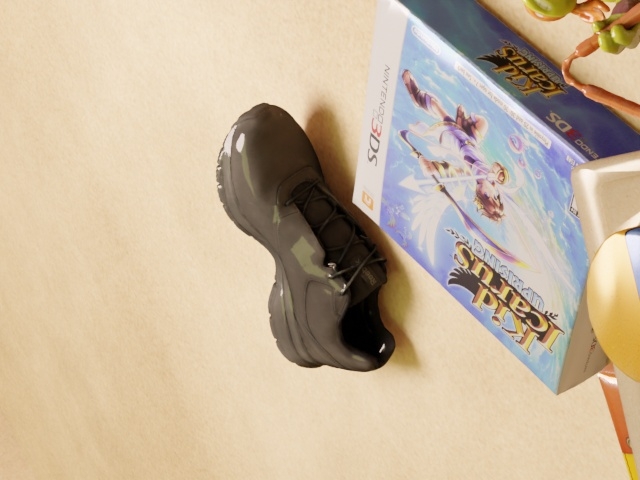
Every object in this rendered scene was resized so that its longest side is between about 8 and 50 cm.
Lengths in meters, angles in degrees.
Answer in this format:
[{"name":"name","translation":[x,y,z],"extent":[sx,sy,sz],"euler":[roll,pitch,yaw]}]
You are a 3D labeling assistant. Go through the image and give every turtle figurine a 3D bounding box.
[{"name":"turtle figurine","translation":[0.181,-0.219,1.298],"extent":[0.269,0.087,0.217],"euler":[53,144,36]}]

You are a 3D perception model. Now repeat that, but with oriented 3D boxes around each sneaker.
[{"name":"sneaker","translation":[0.000,0.000,1.791],"extent":[0.130,0.109,0.286],"euler":[14,134,48]}]

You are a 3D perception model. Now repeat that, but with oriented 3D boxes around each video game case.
[{"name":"video game case","translation":[0.138,-0.047,1.543],"extent":[0.269,0.061,0.244],"euler":[44,148,31]}]

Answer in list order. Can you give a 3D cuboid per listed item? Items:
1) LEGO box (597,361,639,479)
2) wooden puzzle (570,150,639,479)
[{"name":"LEGO box","translation":[0.439,0.227,1.127],"extent":[0.500,0.193,0.372],"euler":[4,118,58]},{"name":"wooden puzzle","translation":[0.258,0.098,1.041],"extent":[0.348,0.080,0.322],"euler":[-11,92,60]}]
